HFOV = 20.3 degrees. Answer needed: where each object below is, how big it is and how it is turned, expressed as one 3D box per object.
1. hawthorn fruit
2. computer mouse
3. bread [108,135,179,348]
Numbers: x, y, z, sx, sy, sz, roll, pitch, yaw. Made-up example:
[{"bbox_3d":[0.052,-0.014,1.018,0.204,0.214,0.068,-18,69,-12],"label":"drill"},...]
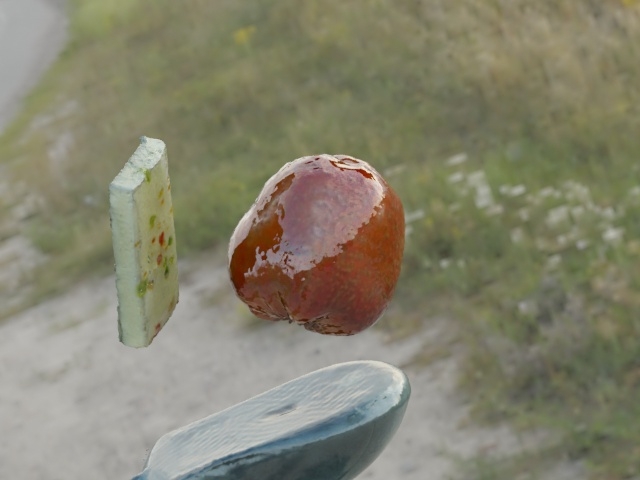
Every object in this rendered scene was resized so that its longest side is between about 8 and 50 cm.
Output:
[{"bbox_3d":[0.000,0.000,1.329,0.133,0.138,0.133,18,-4,1],"label":"hawthorn fruit"},{"bbox_3d":[-0.058,0.261,2.174,0.371,0.122,0.188,-19,16,-5],"label":"computer mouse"},{"bbox_3d":[-0.128,0.003,1.302,0.028,0.153,0.068,12,38,16],"label":"bread"}]
